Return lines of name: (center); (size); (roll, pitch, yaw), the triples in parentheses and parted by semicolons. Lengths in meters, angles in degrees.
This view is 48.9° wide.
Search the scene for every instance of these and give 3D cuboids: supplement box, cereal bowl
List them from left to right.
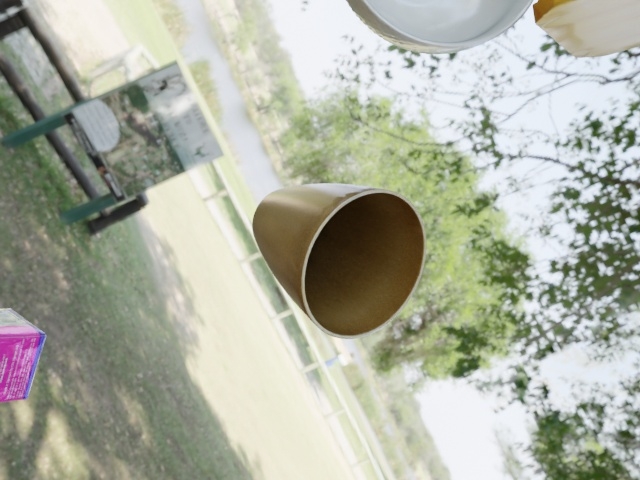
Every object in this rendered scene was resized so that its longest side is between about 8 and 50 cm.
supplement box: (-0.531, 0.166, 1.007); (0.111, 0.114, 0.220); (23, 7, 35)
cereal bowl: (0.169, -0.450, 1.097); (0.339, 0.338, 0.141); (67, -12, -6)

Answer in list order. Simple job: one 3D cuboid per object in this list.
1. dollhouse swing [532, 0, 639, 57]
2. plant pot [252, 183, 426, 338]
dollhouse swing: (0.471, -0.424, 0.917); (0.346, 0.304, 0.315); (-1, 97, -56)
plant pot: (0.000, 0.000, 1.151); (0.254, 0.237, 0.237); (28, -31, 49)
